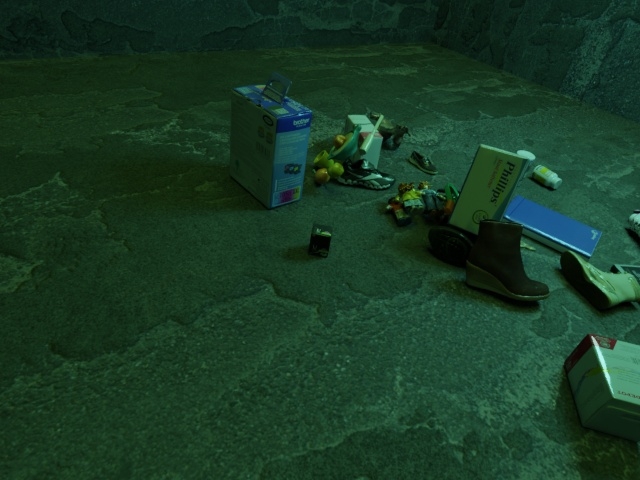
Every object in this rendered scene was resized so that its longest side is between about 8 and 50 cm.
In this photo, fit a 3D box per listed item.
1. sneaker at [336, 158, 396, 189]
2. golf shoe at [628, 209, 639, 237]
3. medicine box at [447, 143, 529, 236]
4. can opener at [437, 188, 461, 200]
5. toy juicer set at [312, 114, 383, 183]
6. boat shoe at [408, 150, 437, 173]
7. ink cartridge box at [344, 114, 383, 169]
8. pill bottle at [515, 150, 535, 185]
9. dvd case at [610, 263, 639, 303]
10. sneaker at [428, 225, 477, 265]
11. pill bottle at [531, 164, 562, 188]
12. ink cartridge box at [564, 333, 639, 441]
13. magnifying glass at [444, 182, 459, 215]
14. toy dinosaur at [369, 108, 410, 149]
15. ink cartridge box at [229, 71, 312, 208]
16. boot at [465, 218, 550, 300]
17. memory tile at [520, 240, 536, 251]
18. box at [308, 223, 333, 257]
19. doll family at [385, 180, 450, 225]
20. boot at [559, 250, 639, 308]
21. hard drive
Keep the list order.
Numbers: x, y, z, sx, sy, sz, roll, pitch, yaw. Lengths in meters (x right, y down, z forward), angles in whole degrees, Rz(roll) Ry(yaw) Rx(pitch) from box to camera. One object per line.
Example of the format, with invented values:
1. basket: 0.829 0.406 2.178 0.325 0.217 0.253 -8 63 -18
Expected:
1. sneaker: 0.184 -0.263 1.573 0.234 0.106 0.078 6 39 -4
2. golf shoe: 1.222 -0.034 1.514 0.140 0.115 0.306 21 32 31
3. medicine box: 0.552 -0.163 1.334 0.149 0.264 0.289 24 18 21
4. can opener: 0.545 -0.177 1.592 0.185 0.073 0.059 -2 79 -9
5. toy juicer set: 0.080 -0.333 1.498 0.089 0.329 0.209 40 40 -22
6. boat shoe: 0.449 -0.340 1.767 0.056 0.049 0.152 -24 49 -35
7. ink cartridge box: 0.173 -0.412 1.714 0.092 0.159 0.218 -6 41 -16
8. pill bottle: 0.850 -0.307 1.737 0.078 0.137 0.078 6 39 -5
9. dvd case: 1.097 0.151 1.307 0.238 0.030 0.179 5 38 -7
10. sneaker: 0.482 0.024 1.299 0.286 0.109 0.130 25 32 6
11. pill bottle: 0.996 -0.277 1.787 0.065 0.065 0.116 -12 44 -25
12. ink cartridge box: 0.662 0.330 0.918 0.128 0.128 0.176 15 39 6
13. magnifying glass: 0.472 -0.143 1.466 0.092 0.026 0.231 55 31 -8
14. toy dinosaur: 0.313 -0.520 1.916 0.200 0.127 0.296 18 26 -1
15. ink cartridge box: -0.176 -0.347 1.373 0.151 0.396 0.270 -24 49 -35
16. boot: 0.555 0.056 1.166 0.248 0.207 0.090 12 18 7
17. memory tile: 0.637 0.001 1.361 0.113 0.012 0.148 12 16 -8
18. box: 0.000 0.000 1.229 0.062 0.083 0.052 11 38 2
19. doll family: 0.363 -0.148 1.456 0.262 0.119 0.163 0 42 -15
20. boot: 0.876 0.114 1.271 0.164 0.077 0.213 -5 46 -16
21. hard drive: 0.842 -0.052 1.496 0.318 0.040 0.210 32 44 26
